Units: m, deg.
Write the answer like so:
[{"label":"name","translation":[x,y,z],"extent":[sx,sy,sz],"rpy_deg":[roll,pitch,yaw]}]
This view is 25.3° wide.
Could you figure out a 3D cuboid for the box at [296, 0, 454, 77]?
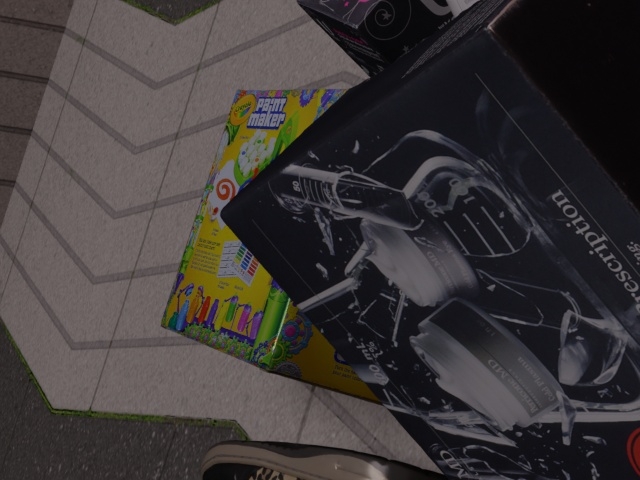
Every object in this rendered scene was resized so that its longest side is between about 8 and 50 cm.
[{"label":"box","translation":[0.124,-0.264,1.359],"extent":[0.247,0.142,0.163],"rpy_deg":[-50,28,-1]}]

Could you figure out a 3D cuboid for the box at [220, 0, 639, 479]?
[{"label":"box","translation":[0.163,0.013,0.934],"extent":[0.179,0.343,0.312],"rpy_deg":[-46,8,-35]}]

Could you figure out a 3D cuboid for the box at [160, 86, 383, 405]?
[{"label":"box","translation":[0.000,0.000,1.466],"extent":[0.290,0.177,0.279],"rpy_deg":[13,85,64]}]

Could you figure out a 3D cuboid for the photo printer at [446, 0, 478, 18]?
[{"label":"photo printer","translation":[0.203,-0.145,1.077],"extent":[0.307,0.107,0.256],"rpy_deg":[63,169,-4]}]

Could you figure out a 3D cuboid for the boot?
[{"label":"boot","translation":[-0.027,0.342,1.357],"extent":[0.377,0.138,0.284],"rpy_deg":[-9,66,55]}]
